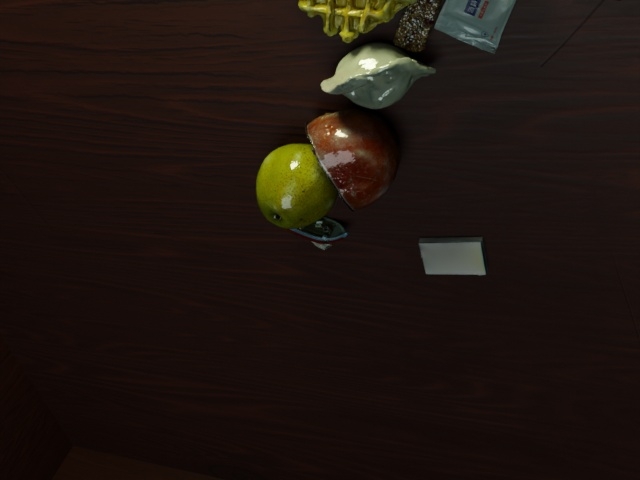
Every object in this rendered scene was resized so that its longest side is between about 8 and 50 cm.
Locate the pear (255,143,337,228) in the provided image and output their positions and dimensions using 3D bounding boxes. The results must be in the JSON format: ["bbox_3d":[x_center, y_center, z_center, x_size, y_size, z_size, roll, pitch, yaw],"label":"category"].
[{"bbox_3d":[-0.054,-0.121,1.509,0.198,0.198,0.198,12,134,13],"label":"pear"}]

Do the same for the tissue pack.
[{"bbox_3d":[0.284,-0.429,1.194,0.122,0.026,0.193,22,135,4],"label":"tissue pack"}]

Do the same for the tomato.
[{"bbox_3d":[0.084,-0.183,1.430,0.155,0.181,0.214,-24,127,17],"label":"tomato"}]

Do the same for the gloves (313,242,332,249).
[{"bbox_3d":[0.000,-0.001,1.703,0.044,0.037,0.081,-37,96,4],"label":"gloves"}]

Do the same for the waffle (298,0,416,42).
[{"bbox_3d":[0.052,-0.492,1.204,0.261,0.056,0.250,-27,107,37],"label":"waffle"}]

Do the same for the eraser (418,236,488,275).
[{"bbox_3d":[0.312,0.038,1.618,0.150,0.023,0.104,-1,130,24],"label":"eraser"}]

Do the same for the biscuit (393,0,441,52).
[{"bbox_3d":[0.186,-0.430,1.228,0.064,0.034,0.199,23,136,6],"label":"biscuit"}]

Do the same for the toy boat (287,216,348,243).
[{"bbox_3d":[-0.015,-0.037,1.654,0.172,0.069,0.059,21,144,11],"label":"toy boat"}]

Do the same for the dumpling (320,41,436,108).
[{"bbox_3d":[0.097,-0.310,1.302,0.228,0.151,0.124,-6,101,28],"label":"dumpling"}]
